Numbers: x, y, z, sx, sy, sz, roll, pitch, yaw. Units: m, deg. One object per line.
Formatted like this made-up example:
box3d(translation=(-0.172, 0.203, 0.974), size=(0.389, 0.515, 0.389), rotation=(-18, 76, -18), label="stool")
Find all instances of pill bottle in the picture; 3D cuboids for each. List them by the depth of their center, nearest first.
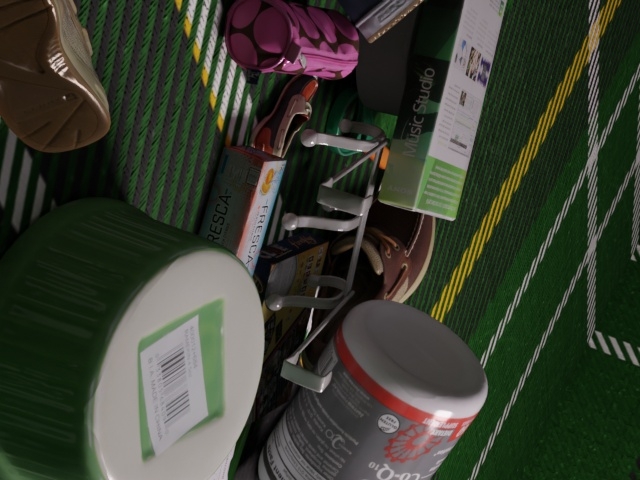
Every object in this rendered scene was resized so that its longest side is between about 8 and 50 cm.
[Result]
box3d(translation=(0.046, 0.274, 1.942), size=(0.363, 0.210, 0.210), rotation=(-59, 164, 26), label="pill bottle")

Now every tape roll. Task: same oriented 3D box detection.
box3d(translation=(0.121, -0.273, 1.959), size=(0.219, 0.072, 0.219), rotation=(15, 90, -71), label="tape roll")

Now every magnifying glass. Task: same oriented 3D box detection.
box3d(translation=(0.059, -0.144, 2.028), size=(0.092, 0.026, 0.231), rotation=(-67, 159, -6), label="magnifying glass")

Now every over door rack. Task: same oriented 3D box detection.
box3d(translation=(0.000, 0.000, 1.763), size=(0.324, 0.108, 0.239), rotation=(-70, 172, -70), label="over door rack")

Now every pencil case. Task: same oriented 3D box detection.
box3d(translation=(-0.025, -0.223, 1.660), size=(0.209, 0.098, 0.095), rotation=(-14, 122, -65), label="pencil case")

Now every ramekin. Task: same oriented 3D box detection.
box3d(translation=(-0.188, 0.119, 1.442), size=(0.303, 0.148, 0.303), rotation=(-27, 124, -50), label="ramekin")

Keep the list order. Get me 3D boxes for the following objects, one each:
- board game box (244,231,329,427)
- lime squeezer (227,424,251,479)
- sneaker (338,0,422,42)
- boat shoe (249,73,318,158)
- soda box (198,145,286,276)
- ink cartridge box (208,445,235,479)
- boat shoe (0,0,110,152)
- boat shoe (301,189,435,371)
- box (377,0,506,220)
box3d(translation=(-0.069, 0.120, 1.947), size=(0.165, 0.042, 0.243), rotation=(-21, 129, -62), label="board game box")
box3d(translation=(-0.140, 0.399, 2.021), size=(0.110, 0.059, 0.310), rotation=(-20, 127, -62), label="lime squeezer")
box3d(translation=(0.116, -0.375, 1.696), size=(0.282, 0.153, 0.099), rotation=(-41, -176, 5), label="sneaker")
box3d(translation=(-0.035, -0.149, 1.777), size=(0.137, 0.043, 0.049), rotation=(-56, 153, -32), label="boat shoe")
box3d(translation=(-0.100, -0.018, 1.724), size=(0.063, 0.058, 0.183), rotation=(-9, 119, -65), label="soda box")
box3d(translation=(-0.184, 0.250, 1.736), size=(0.311, 0.065, 0.185), rotation=(39, 62, -70), label="ink cartridge box")
box3d(translation=(-0.251, -0.184, 1.187), size=(0.302, 0.109, 0.098), rotation=(63, 12, -61), label="boat shoe")
box3d(translation=(0.068, 0.034, 2.064), size=(0.342, 0.123, 0.123), rotation=(-59, 159, -27), label="boat shoe")
box3d(translation=(0.164, -0.192, 1.934), size=(0.232, 0.058, 0.322), rotation=(10, 92, -72), label="box")
